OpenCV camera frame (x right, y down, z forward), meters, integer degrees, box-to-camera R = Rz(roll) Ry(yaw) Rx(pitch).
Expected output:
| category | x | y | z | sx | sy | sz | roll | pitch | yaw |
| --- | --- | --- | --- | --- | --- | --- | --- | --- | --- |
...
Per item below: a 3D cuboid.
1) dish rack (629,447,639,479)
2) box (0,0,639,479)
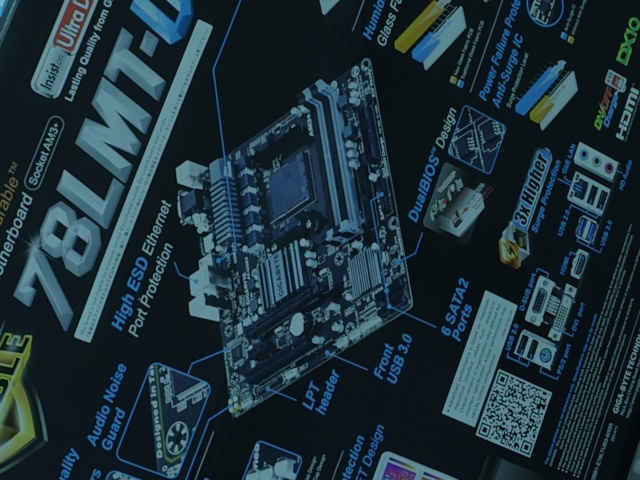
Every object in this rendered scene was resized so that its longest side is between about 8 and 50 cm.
| category | x | y | z | sx | sy | sz | roll | pitch | yaw |
| --- | --- | --- | --- | --- | --- | --- | --- | --- | --- |
| dish rack | 0.132 | 0.160 | 0.609 | 0.285 | 0.072 | 0.333 | -64 | 25 | 6 |
| box | 0.000 | 0.000 | 0.585 | 0.073 | 0.293 | 0.295 | -1 | 67 | 65 |
